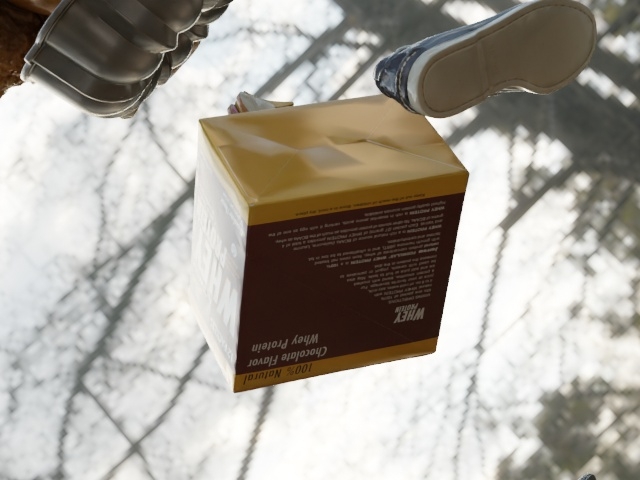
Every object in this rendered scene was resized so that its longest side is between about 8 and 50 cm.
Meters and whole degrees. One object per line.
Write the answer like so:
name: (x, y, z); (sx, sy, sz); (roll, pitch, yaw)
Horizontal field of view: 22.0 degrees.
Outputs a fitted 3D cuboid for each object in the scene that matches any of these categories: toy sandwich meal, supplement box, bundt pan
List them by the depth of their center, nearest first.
supplement box: (0.000, 0.000, 1.383); (0.191, 0.129, 0.194); (-10, -51, -20)
toy sandwich meal: (-0.045, -0.108, 1.486); (0.085, 0.085, 0.029); (-15, -38, -51)
bundt pan: (-0.198, -0.271, 1.932); (0.331, 0.124, 0.331); (-48, 1, 1)

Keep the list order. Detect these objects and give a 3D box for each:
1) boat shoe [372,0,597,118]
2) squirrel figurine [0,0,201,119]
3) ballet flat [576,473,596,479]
boat shoe: (0.127, -0.144, 1.252); (0.206, 0.065, 0.075); (-21, -64, -36)
squirrel figurine: (-0.363, -0.342, 2.298); (0.397, 0.281, 0.370); (-22, -45, 8)
ballet flat: (0.284, 0.314, 1.873); (0.049, 0.057, 0.173); (-12, 14, 28)
